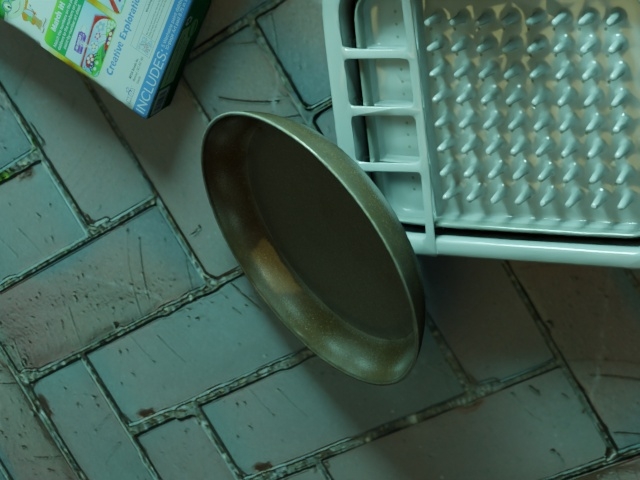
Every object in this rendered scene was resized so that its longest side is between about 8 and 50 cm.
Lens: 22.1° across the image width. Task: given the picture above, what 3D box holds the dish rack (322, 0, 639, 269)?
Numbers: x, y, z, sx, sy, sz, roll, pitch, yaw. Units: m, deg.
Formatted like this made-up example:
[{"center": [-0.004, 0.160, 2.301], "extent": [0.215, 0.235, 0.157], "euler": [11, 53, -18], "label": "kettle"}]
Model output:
[{"center": [0.173, -0.122, 1.480], "extent": [0.333, 0.072, 0.285], "euler": [4, 113, 29], "label": "dish rack"}]

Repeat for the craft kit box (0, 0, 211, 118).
[{"center": [-0.220, -0.289, 1.643], "extent": [0.247, 0.061, 0.250], "euler": [34, 124, 10], "label": "craft kit box"}]

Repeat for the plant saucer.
[{"center": [0.000, 0.000, 1.585], "extent": [0.310, 0.050, 0.310], "euler": [41, 153, 27], "label": "plant saucer"}]
